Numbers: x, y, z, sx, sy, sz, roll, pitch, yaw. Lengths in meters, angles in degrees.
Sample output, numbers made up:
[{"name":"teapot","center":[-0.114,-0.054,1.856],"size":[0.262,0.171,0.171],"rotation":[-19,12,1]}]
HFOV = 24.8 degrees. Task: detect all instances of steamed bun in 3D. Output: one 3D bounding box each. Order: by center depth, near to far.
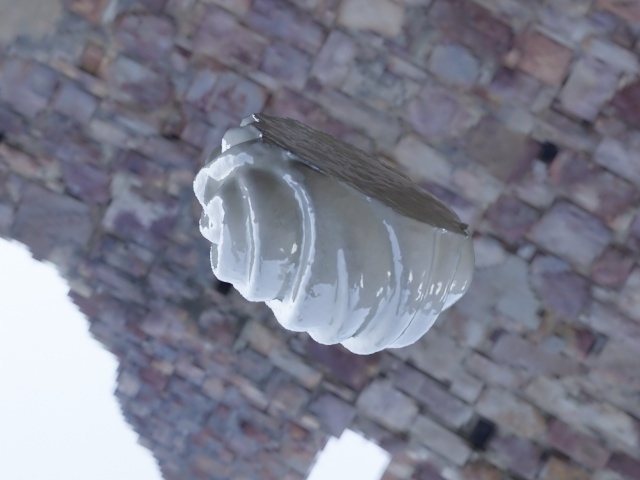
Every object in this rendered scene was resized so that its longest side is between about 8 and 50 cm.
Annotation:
[{"name":"steamed bun","center":[0.000,0.000,0.872],"size":[0.183,0.106,0.183],"rotation":[25,-169,-5]}]
